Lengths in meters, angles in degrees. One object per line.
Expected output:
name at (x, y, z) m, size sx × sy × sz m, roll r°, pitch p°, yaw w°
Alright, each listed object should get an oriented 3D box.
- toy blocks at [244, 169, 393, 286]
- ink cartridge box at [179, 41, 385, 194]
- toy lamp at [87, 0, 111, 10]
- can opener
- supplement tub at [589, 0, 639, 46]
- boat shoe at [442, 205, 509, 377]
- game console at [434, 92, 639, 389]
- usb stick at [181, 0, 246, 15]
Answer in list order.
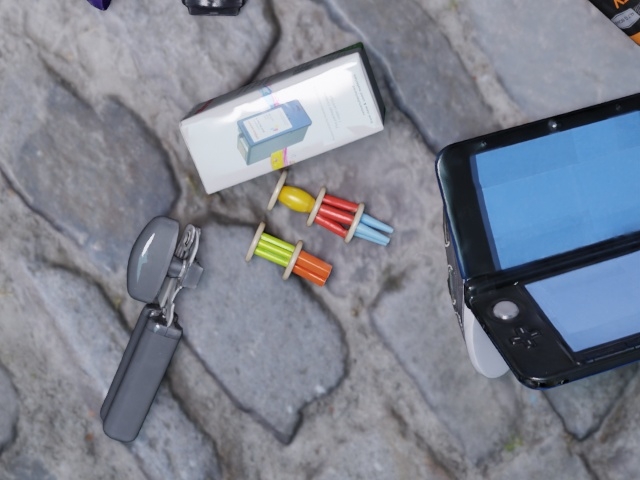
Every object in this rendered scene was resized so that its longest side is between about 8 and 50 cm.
toy blocks at (0.000, 0.000, 1.560) m, size 0.148 × 0.054 × 0.123 m, roll 23°, pitch 102°, yaw -1°
ink cartridge box at (-0.039, -0.141, 1.480) m, size 0.212 × 0.154 × 0.093 m, roll -18°, pitch 102°, yaw 7°
toy lamp at (-0.377, -0.316, 1.507) m, size 0.274 × 0.080 × 0.080 m, roll 10°, pitch 103°, yaw 2°
can opener at (-0.218, 0.102, 1.581) m, size 0.095 × 0.076 × 0.283 m, roll 20°, pitch 104°, yaw -20°
supplement tub at (0.345, -0.331, 1.392) m, size 0.316 × 0.193 × 0.193 m, roll 40°, pitch 102°, yaw -5°
boat shoe at (0.181, 0.046, 1.549) m, size 0.080 × 0.076 × 0.228 m, roll -16°, pitch 102°, yaw -27°
game console at (0.305, -0.006, 1.444) m, size 0.293 × 0.250 × 0.173 m, roll -16°, pitch 128°, yaw -11°
usb stick at (-0.120, -0.395, 1.488) m, size 0.077 × 0.045 × 0.278 m, roll 0°, pitch 102°, yaw -5°
